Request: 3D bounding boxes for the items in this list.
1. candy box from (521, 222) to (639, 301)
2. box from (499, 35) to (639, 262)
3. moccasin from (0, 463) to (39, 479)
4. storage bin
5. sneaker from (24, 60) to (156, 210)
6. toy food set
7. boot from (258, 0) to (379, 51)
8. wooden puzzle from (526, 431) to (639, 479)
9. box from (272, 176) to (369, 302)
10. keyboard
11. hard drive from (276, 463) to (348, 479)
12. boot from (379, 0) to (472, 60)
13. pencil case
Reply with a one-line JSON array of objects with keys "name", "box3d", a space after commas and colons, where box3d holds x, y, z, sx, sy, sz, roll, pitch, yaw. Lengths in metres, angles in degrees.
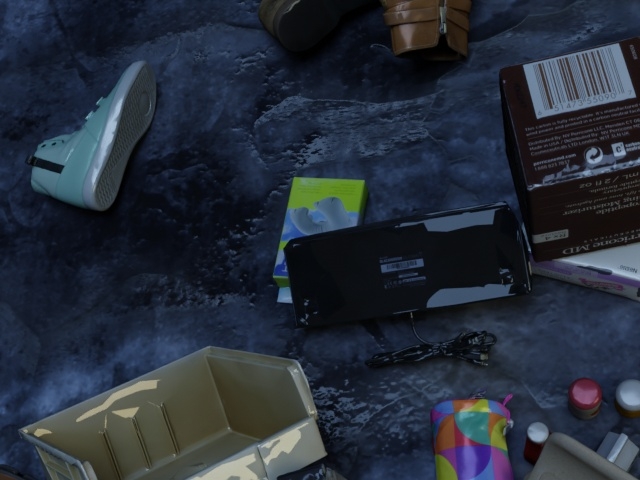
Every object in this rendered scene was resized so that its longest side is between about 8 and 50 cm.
[{"name": "candy box", "box3d": [0.359, -0.039, 1.277, 0.164, 0.070, 0.196, 15, 69, 20]}, {"name": "box", "box3d": [0.312, -0.102, 1.162, 0.168, 0.203, 0.167, -13, 62, 9]}, {"name": "moccasin", "box3d": [-0.386, 0.376, 1.239, 0.379, 0.139, 0.147, 19, 62, 11]}, {"name": "storage bin", "box3d": [-0.169, 0.232, 1.121, 0.262, 0.260, 0.123, -21, 99, -29]}, {"name": "sneaker", "box3d": [-0.355, -0.174, 1.507, 0.151, 0.094, 0.256, 11, 67, 22]}, {"name": "toy food set", "box3d": [0.298, 0.244, 1.138, 0.111, 0.104, 0.232, 30, 75, 24]}, {"name": "boot", "box3d": [0.035, -0.413, 1.524, 0.305, 0.112, 0.115, -34, 39, -10]}, {"name": "wooden puzzle", "box3d": [0.289, 0.411, 0.954, 0.322, 0.080, 0.348, 31, 101, 41]}, {"name": "box", "box3d": [0.000, 0.000, 1.365, 0.109, 0.042, 0.178, 3, 65, 16]}, {"name": "keyboard", "box3d": [0.114, 0.071, 1.271, 0.317, 0.033, 0.202, -10, 87, 17]}, {"name": "hard drive", "box3d": [0.046, 0.425, 1.039, 0.064, 0.237, 0.339, -18, 61, 10]}, {"name": "boot", "box3d": [0.202, -0.379, 1.453, 0.283, 0.109, 0.220, -8, 84, -32]}, {"name": "pencil case", "box3d": [0.184, 0.296, 1.148, 0.104, 0.104, 0.236, -5, 65, 12]}]
